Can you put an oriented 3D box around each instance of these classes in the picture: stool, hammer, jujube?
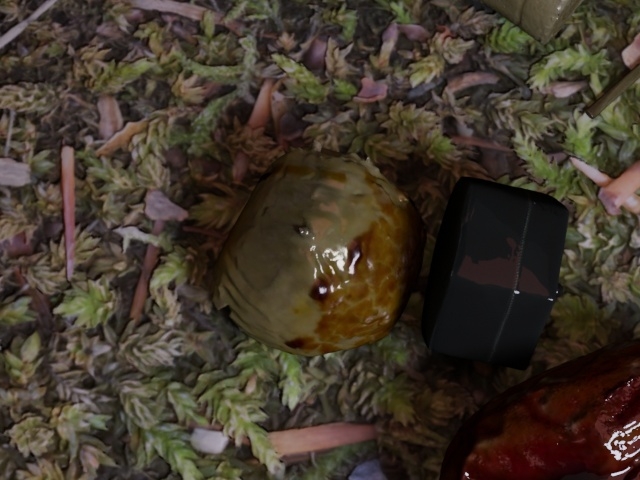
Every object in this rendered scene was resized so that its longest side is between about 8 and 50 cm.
[{"bbox_3d":[0.208,0.038,1.698,0.141,0.232,0.232,13,68,-2],"label":"stool"},{"bbox_3d":[0.425,-0.227,1.926,0.182,0.017,0.062,-39,76,-17],"label":"hammer"},{"bbox_3d":[0.325,0.261,1.596,0.377,0.276,0.276,-24,72,-9],"label":"jujube"}]

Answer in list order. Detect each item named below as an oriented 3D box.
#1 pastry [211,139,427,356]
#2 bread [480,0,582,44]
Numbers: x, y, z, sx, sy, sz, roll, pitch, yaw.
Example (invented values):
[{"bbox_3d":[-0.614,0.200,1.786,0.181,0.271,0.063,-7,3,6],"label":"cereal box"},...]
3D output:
[{"bbox_3d":[0.002,0.009,1.717,0.236,0.170,0.256,26,74,9],"label":"pastry"},{"bbox_3d":[0.286,-0.357,1.895,0.141,0.148,0.134,38,54,11],"label":"bread"}]
